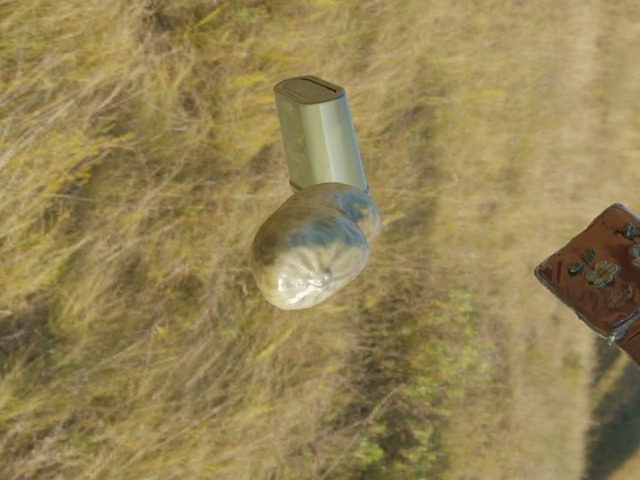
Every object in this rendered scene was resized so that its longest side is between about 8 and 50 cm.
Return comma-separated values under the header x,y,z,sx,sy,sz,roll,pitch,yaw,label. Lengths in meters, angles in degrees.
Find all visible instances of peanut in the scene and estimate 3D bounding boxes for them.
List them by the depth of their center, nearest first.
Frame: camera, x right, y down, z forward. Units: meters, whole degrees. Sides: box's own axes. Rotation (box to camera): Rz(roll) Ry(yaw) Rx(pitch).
x,y,z,sx,sy,sz,roll,pitch,yaw,label
0.000,0.000,1.002,0.253,0.137,0.122,-56,160,-62,peanut

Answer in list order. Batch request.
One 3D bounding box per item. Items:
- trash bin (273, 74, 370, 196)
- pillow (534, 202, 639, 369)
x,y,z,sx,sy,sz,roll,pitch,yaw,label
-0.003,-0.201,1.642,0.243,0.121,0.247,41,-32,56,trash bin
0.315,0.058,0.731,0.126,0.232,0.043,-43,132,1,pillow
